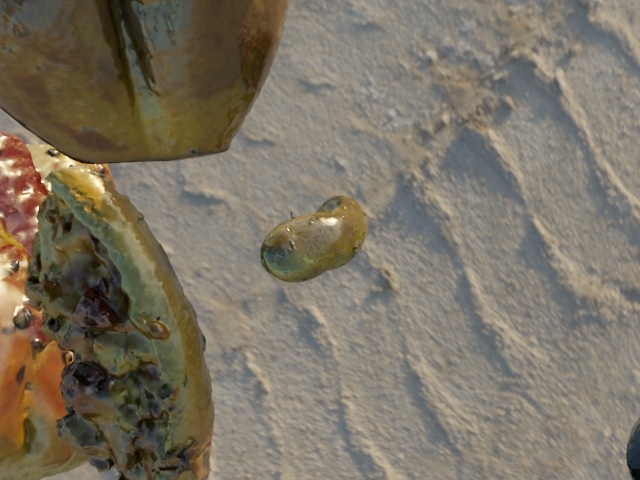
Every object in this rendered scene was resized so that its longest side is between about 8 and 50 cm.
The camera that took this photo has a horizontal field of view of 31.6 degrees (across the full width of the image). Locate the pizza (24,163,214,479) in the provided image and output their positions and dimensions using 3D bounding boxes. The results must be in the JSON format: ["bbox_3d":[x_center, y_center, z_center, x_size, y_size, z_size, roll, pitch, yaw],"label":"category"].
[{"bbox_3d":[-0.156,0.087,0.844,0.161,0.305,0.085,3,27,39],"label":"pizza"}]

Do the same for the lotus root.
[{"bbox_3d":[-0.108,-0.123,0.600,0.188,0.199,0.180,0,105,29],"label":"lotus root"}]

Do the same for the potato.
[{"bbox_3d":[0.000,0.000,0.781,0.046,0.045,0.092,23,38,40],"label":"potato"}]

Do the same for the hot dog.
[{"bbox_3d":[-0.319,0.066,1.184,0.196,0.367,0.365,-25,76,28],"label":"hot dog"}]

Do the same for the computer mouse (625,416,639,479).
[{"bbox_3d":[0.436,0.198,1.152,0.295,0.087,0.168,-33,71,-25],"label":"computer mouse"}]
